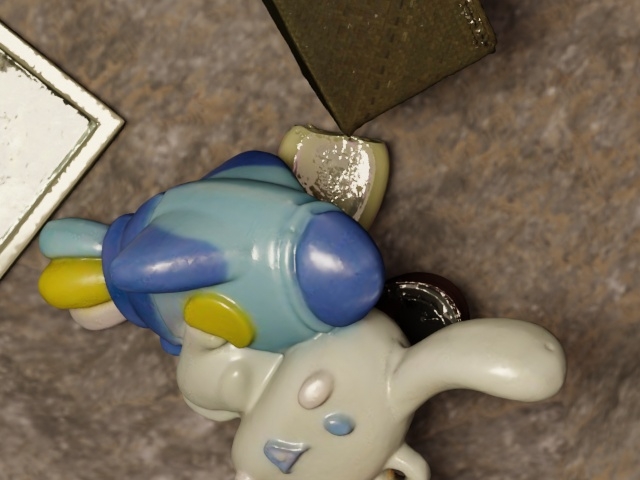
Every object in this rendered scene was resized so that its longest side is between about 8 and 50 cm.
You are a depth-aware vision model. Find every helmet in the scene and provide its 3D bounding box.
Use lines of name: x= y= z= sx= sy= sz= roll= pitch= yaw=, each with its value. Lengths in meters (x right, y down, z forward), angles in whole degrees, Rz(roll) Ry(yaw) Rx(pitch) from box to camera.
helmet: x=0.076 y=0.076 z=1.315 sx=0.098 sy=0.070 sz=0.123 roll=47 pitch=122 yaw=4

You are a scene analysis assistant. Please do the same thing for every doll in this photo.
doll: x=-0.049 y=0.077 z=1.230 sx=0.376 sy=0.187 sz=0.365 roll=-40 pitch=92 yaw=15

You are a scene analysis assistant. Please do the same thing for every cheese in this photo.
cheese: x=0.000 y=0.000 z=1.323 sx=0.097 sy=0.037 sz=0.192 roll=10 pitch=96 yaw=-1

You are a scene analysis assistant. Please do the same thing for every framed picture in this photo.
framed picture: x=-0.354 y=-0.049 z=1.314 sx=0.240 sy=0.020 sz=0.324 roll=40 pitch=93 yaw=-5

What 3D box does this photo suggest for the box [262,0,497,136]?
box: x=0.004 y=-0.244 z=1.196 sx=0.143 sy=0.184 sz=0.273 roll=-29 pitch=112 yaw=0
